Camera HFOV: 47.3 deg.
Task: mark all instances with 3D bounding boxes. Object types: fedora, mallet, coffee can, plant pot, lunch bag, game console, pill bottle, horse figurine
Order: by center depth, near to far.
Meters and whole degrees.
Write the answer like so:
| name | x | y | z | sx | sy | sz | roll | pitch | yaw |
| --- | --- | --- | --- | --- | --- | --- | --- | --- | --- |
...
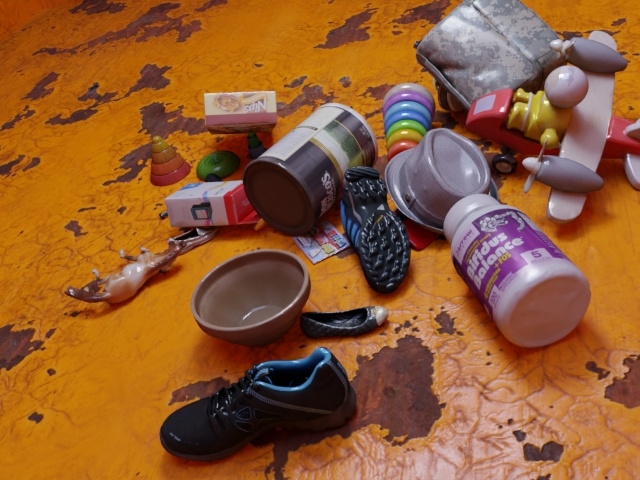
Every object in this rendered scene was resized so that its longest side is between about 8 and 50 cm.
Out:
| name | x | y | z | sx | sy | sz | roll | pitch | yaw |
| --- | --- | --- | --- | --- | --- | --- | --- | --- | --- |
| pill bottle | 0.339 | 0.040 | 1.328 | 0.169 | 0.169 | 0.302 | -20 | 36 | -5 |
| plant pot | -0.125 | 0.131 | 1.437 | 0.237 | 0.110 | 0.237 | -12 | 35 | 8 |
| fedora | 0.271 | -0.145 | 1.567 | 0.243 | 0.124 | 0.276 | -6 | 54 | -12 |
| game console | 0.213 | -0.042 | 1.619 | 0.144 | 0.085 | 0.124 | -35 | 9 | -25 |
| horse figurine | -0.446 | 0.077 | 1.675 | 0.174 | 0.066 | 0.263 | 15 | 44 | 44 |
| coffee can | -0.020 | -0.171 | 1.715 | 0.201 | 0.202 | 0.275 | 14 | 44 | 35 |
| lunch bag | 0.413 | -0.446 | 1.811 | 0.256 | 0.212 | 0.305 | -36 | 74 | -8 |
| mallet | -0.332 | -0.108 | 1.907 | 0.189 | 0.039 | 0.062 | -39 | 43 | -21 |

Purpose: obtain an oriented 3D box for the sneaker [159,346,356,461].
| name | x | y | z | sx | sy | sz | roll | pitch | yaw |
| --- | --- | --- | --- | --- | --- | --- | --- | --- | --- |
| sneaker | -0.117 | 0.265 | 1.231 | 0.340 | 0.140 | 0.125 | -17 | 37 | 1 |

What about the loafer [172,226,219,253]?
| name | x | y | z | sx | sy | sz | roll | pitch | yaw |
| --- | --- | --- | --- | --- | --- | --- | --- | --- | --- |
| loafer | -0.300 | -0.012 | 1.755 | 0.125 | 0.039 | 0.045 | -32 | 38 | -20 |

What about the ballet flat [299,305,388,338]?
| name | x | y | z | sx | sy | sz | roll | pitch | yaw |
| --- | --- | --- | --- | --- | --- | --- | --- | --- | --- |
| ballet flat | 0.044 | 0.152 | 1.394 | 0.173 | 0.049 | 0.058 | -11 | 37 | 7 |

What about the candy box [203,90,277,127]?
| name | x | y | z | sx | sy | sz | roll | pitch | yaw |
| --- | --- | --- | --- | --- | --- | --- | --- | --- | --- |
| candy box | -0.215 | -0.340 | 1.971 | 0.182 | 0.088 | 0.316 | -4 | 4 | -6 |

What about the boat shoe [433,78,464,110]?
| name | x | y | z | sx | sy | sz | roll | pitch | yaw |
| --- | --- | --- | --- | --- | --- | --- | --- | --- | --- |
| boat shoe | 0.364 | -0.440 | 2.016 | 0.091 | 0.109 | 0.305 | -2 | 35 | 26 |

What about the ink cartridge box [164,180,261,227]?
| name | x | y | z | sx | sy | sz | roll | pitch | yaw |
| --- | --- | --- | --- | --- | --- | --- | --- | --- | --- |
| ink cartridge box | -0.242 | -0.091 | 1.779 | 0.230 | 0.078 | 0.134 | -2 | 20 | 19 |

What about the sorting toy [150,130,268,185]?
| name | x | y | z | sx | sy | sz | roll | pitch | yaw |
| --- | --- | --- | --- | --- | --- | --- | --- | --- | --- |
| sorting toy | -0.320 | -0.245 | 2.003 | 0.365 | 0.126 | 0.127 | -5 | 37 | 17 |

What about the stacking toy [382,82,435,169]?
| name | x | y | z | sx | sy | sz | roll | pitch | yaw |
| --- | --- | --- | --- | --- | --- | --- | --- | --- | --- |
| stacking toy | 0.209 | -0.247 | 1.806 | 0.141 | 0.141 | 0.330 | -4 | 42 | 16 |

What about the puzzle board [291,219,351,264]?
| name | x | y | z | sx | sy | sz | roll | pitch | yaw |
| --- | --- | --- | --- | --- | --- | --- | --- | --- | --- |
| puzzle board | 0.000 | 0.000 | 1.648 | 0.096 | 0.011 | 0.128 | -25 | 36 | -13 |

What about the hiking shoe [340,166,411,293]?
| name | x | y | z | sx | sy | sz | roll | pitch | yaw |
| --- | --- | --- | --- | --- | --- | --- | --- | --- | --- |
| hiking shoe | 0.113 | -0.009 | 1.544 | 0.113 | 0.132 | 0.304 | -2 | 56 | -12 |

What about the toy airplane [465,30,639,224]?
| name | x | y | z | sx | sy | sz | roll | pitch | yaw |
| --- | --- | --- | --- | --- | --- | --- | --- | --- | --- |
| toy airplane | 0.548 | -0.257 | 1.551 | 0.384 | 0.272 | 0.386 | -29 | 54 | 0 |
